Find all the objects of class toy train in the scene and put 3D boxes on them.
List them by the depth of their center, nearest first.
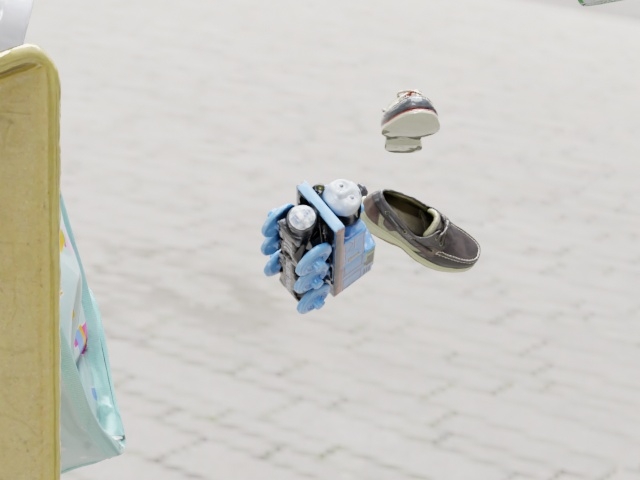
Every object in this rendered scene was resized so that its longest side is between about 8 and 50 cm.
[{"bbox_3d":[0.000,0.000,1.678,0.105,0.184,0.080,-37,71,-16],"label":"toy train"}]

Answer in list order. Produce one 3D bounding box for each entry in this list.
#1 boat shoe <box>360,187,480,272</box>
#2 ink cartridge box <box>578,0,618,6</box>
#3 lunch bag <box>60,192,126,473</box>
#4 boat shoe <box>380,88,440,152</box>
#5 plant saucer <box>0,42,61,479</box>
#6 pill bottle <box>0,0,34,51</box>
[{"bbox_3d":[0.110,-0.010,1.805,0.152,0.056,0.049,22,-30,-24],"label":"boat shoe"},{"bbox_3d":[0.231,-0.258,1.085,0.208,0.153,0.087,-31,14,-36],"label":"ink cartridge box"},{"bbox_3d":[-0.260,0.051,1.105,0.223,0.262,0.160,-15,19,2],"label":"lunch bag"},{"bbox_3d":[0.074,-0.106,1.453,0.049,0.043,0.137,3,-8,-1],"label":"boat shoe"},{"bbox_3d":[-0.253,0.098,0.753,0.081,0.333,0.333,19,30,28],"label":"plant saucer"},{"bbox_3d":[-0.388,-0.230,1.659,0.208,0.119,0.119,14,13,-14],"label":"pill bottle"}]
